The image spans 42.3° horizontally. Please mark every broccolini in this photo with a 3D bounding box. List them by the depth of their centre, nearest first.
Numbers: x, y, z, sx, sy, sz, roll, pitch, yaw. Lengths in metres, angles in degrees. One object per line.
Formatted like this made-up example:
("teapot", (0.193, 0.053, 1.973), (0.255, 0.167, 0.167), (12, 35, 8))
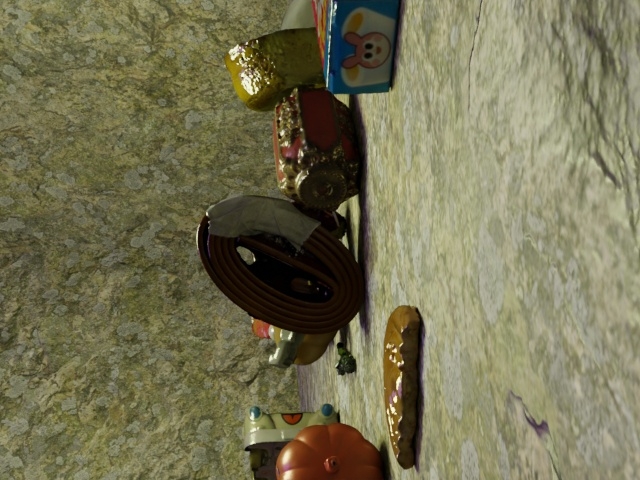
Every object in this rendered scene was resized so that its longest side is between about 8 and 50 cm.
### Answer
("broccolini", (0.051, 0.246, 1.801), (0.218, 0.044, 0.042), (-91, -16, -82))

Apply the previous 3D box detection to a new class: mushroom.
("mushroom", (-0.044, -0.468, 2.103), (0.177, 0.126, 0.397), (106, 167, -46))

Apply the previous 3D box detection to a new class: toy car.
("toy car", (-0.073, 0.528, 2.164), (0.336, 0.242, 0.226), (91, 177, -46))

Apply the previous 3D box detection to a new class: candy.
("candy", (0.045, -0.370, 1.250), (0.306, 0.100, 0.157), (-96, 7, -46))

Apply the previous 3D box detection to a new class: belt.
("belt", (-0.077, 0.041, 1.560), (0.217, 0.338, 0.122), (-59, 8, 2))

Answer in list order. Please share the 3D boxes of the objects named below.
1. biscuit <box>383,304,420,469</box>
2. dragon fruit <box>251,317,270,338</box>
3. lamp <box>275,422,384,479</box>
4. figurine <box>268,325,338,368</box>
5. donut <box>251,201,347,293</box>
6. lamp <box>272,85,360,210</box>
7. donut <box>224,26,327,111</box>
("biscuit", (0.106, 0.182, 1.122), (0.144, 0.033, 0.224), (-105, 15, -68))
("dragon fruit", (-0.055, 0.144, 2.311), (0.240, 0.302, 0.330), (40, -123, -53))
("lamp", (0.017, 0.393, 1.368), (0.164, 0.187, 0.188), (96, 171, -55))
("figurine", (-0.032, 0.154, 1.881), (0.167, 0.342, 0.285), (24, 125, 34))
("donut", (-0.033, 0.009, 1.717), (0.096, 0.216, 0.230), (111, 174, -53))
("lamp", (-0.010, -0.179, 1.594), (0.274, 0.177, 0.177), (-101, 10, -47))
("donut", (-0.066, -0.340, 1.706), (0.272, 0.272, 0.107), (129, 129, -82))
